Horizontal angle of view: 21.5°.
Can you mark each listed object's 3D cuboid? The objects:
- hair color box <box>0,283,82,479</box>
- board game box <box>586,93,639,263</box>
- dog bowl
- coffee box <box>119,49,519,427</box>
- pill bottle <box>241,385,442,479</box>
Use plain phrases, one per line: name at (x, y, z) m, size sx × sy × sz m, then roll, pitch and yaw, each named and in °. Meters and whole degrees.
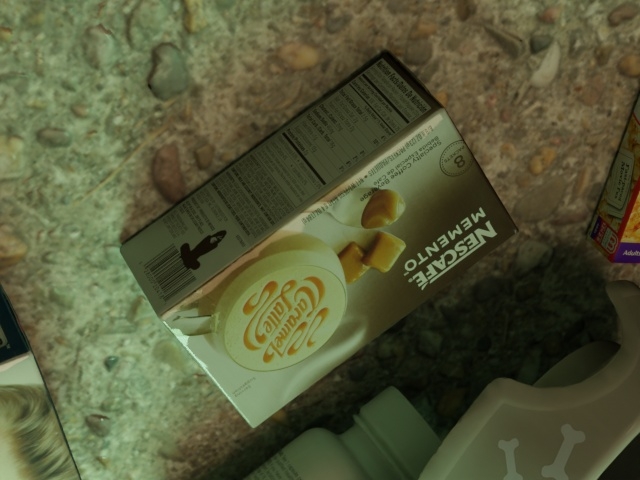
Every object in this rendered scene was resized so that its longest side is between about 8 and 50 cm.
hair color box at (-0.349, 0.177, 1.165) m, size 0.347 × 0.105 × 0.174 m, roll -23°, pitch 128°, yaw -13°
board game box at (0.316, -0.073, 1.377) m, size 0.146 × 0.045 × 0.193 m, roll 1°, pitch 120°, yaw -27°
dog bowl at (0.187, 0.200, 1.353) m, size 0.349 × 0.102 × 0.349 m, roll -41°, pitch 155°, yaw -24°
coffee box at (0.000, 0.000, 1.230) m, size 0.246 × 0.098 × 0.141 m, roll -36°, pitch 129°, yaw -1°
pill bottle at (0.000, 0.226, 1.353) m, size 0.229 × 0.131 × 0.131 m, roll -38°, pitch 129°, yaw -5°
